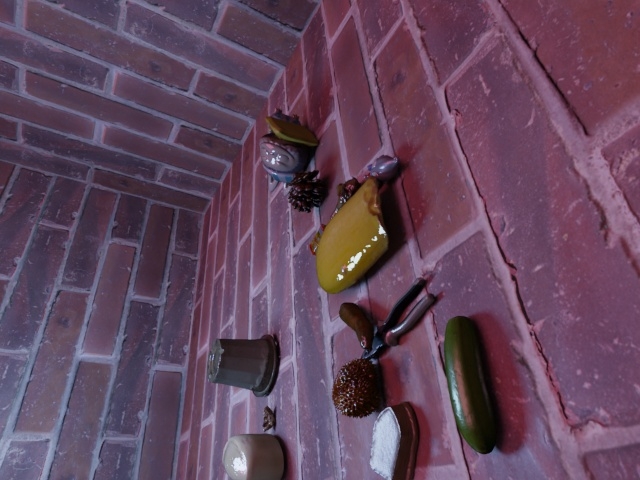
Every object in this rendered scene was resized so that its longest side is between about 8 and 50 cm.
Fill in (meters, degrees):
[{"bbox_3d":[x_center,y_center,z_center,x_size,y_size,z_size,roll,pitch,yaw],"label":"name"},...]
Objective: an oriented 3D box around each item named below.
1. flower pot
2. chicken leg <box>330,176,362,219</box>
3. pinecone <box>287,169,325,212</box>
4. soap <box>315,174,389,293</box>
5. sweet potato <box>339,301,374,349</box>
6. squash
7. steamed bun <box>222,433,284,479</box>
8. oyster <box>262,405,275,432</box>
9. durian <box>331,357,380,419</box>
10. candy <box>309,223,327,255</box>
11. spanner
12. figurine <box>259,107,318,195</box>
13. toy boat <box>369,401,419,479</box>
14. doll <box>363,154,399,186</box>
[{"bbox_3d":[-0.357,0.545,1.877,0.290,0.259,0.289,-36,47,52],"label":"flower pot"},{"bbox_3d":[0.086,-0.155,1.590,0.196,0.081,0.125,127,161,-54],"label":"chicken leg"},{"bbox_3d":[-0.061,-0.214,1.828,0.179,0.150,0.195,-19,60,59],"label":"pinecone"},{"bbox_3d":[0.104,0.003,1.438,0.427,0.115,0.305,-47,42,44],"label":"soap"},{"bbox_3d":[0.115,0.251,1.291,0.273,0.076,0.075,-138,66,-73],"label":"sweet potato"},{"bbox_3d":[0.314,0.298,0.910,0.082,0.082,0.292,-41,42,48],"label":"squash"},{"bbox_3d":[-0.258,0.821,1.606,0.250,0.200,0.154,-11,66,58],"label":"steamed bun"},{"bbox_3d":[-0.214,0.727,1.722,0.038,0.081,0.083,-15,96,36],"label":"oyster"},{"bbox_3d":[0.100,0.427,1.206,0.168,0.137,0.158,-50,14,26],"label":"durian"},{"bbox_3d":[0.000,0.000,1.721,0.121,0.038,0.062,-60,30,27],"label":"candy"},{"bbox_3d":[0.208,0.241,1.192,0.324,0.040,0.095,-57,31,29],"label":"spanner"},{"bbox_3d":[-0.217,-0.429,2.132,0.377,0.267,0.361,-60,24,27],"label":"figurine"},{"bbox_3d":[0.187,0.504,1.069,0.116,0.061,0.188,-11,66,61],"label":"toy boat"},{"bbox_3d":[0.206,-0.233,1.414,0.227,0.075,0.102,155,109,-70],"label":"doll"}]
